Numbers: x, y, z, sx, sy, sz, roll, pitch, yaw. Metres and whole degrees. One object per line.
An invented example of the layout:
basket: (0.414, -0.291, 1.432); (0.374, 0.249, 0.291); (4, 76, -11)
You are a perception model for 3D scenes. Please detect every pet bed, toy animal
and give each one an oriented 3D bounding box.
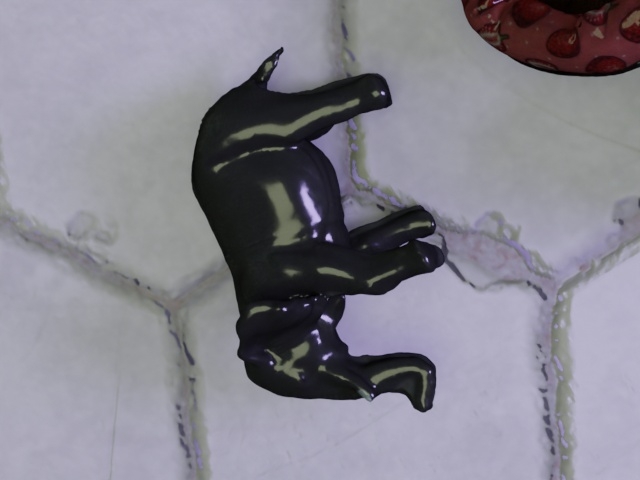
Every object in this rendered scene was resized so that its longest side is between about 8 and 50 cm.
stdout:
pet bed: (0.163, -0.189, 0.844); (0.201, 0.053, 0.201); (-9, 73, 30)
toy animal: (0.001, 0.002, 0.927); (0.146, 0.114, 0.245); (-19, 77, 6)
